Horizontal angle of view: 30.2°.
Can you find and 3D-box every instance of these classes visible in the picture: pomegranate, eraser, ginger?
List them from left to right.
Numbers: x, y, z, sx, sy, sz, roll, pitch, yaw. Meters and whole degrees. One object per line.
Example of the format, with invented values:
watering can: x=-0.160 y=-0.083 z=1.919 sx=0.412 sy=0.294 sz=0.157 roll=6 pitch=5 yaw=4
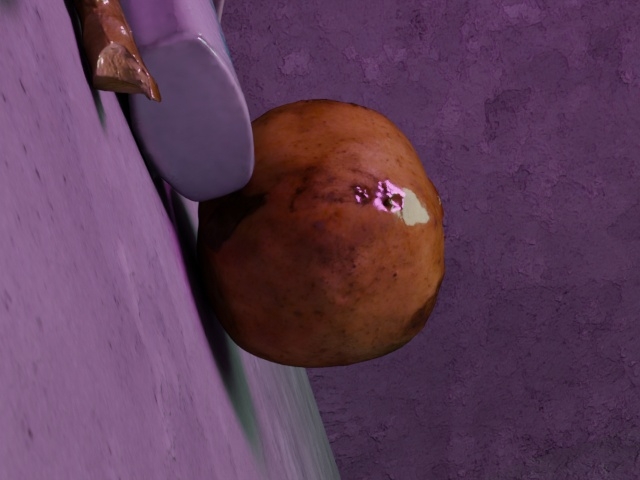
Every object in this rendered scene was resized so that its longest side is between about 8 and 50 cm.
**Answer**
ginger: x=-0.159 y=-0.151 z=0.883 sx=0.057 sy=0.044 sz=0.137 roll=12 pitch=49 yaw=-56
eraser: x=-0.145 y=-0.198 z=1.128 sx=0.189 sy=0.104 sz=0.290 roll=68 pitch=2 yaw=-49
pomegranate: x=0.000 y=0.000 z=1.208 sx=0.281 sy=0.281 sz=0.281 roll=163 pitch=-90 yaw=-89

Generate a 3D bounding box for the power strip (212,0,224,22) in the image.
power strip: x=-0.152 y=-0.246 z=1.403 sx=0.193 sy=0.059 sz=0.265 roll=108 pitch=-28 yaw=-50
